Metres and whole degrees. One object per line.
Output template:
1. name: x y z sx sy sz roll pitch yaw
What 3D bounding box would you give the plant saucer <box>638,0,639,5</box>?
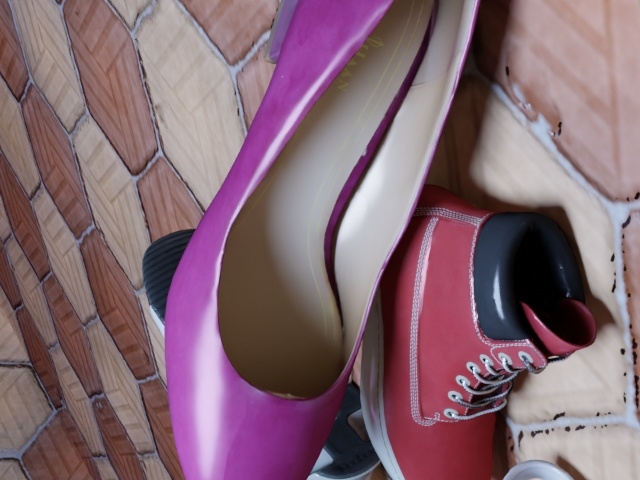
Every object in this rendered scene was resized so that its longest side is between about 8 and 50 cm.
1. plant saucer: 0.135 -0.170 0.267 0.333 0.080 0.333 -93 -15 -63

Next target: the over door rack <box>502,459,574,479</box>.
1. over door rack: 0.190 0.326 0.668 0.324 0.108 0.240 48 150 42

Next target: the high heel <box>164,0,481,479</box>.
1. high heel: 0.000 0.000 0.632 0.181 0.127 0.377 -173 90 -67

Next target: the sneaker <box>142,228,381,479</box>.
1. sneaker: -0.072 0.132 1.033 0.330 0.122 0.146 52 149 31

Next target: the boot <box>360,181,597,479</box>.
1. boot: 0.104 0.091 0.697 0.176 0.088 0.244 21 124 56
